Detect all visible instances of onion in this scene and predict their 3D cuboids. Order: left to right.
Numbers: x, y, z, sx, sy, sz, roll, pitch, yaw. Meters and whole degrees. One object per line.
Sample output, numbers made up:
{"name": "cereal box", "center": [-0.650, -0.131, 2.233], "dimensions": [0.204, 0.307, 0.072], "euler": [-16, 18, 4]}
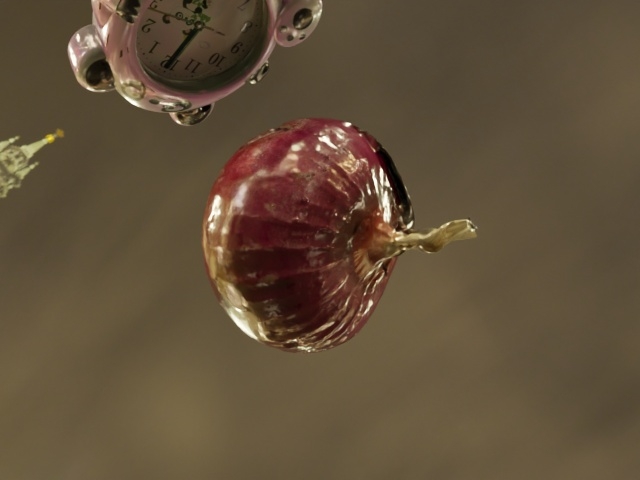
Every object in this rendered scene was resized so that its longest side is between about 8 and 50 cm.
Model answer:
{"name": "onion", "center": [-0.028, 0.002, 0.670], "dimensions": [0.256, 0.272, 0.230], "euler": [47, -122, -11]}

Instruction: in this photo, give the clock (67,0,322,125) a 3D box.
{"name": "clock", "center": [-0.146, -0.248, 0.635], "dimensions": [0.248, 0.090, 0.227], "euler": [-40, -29, 25]}
